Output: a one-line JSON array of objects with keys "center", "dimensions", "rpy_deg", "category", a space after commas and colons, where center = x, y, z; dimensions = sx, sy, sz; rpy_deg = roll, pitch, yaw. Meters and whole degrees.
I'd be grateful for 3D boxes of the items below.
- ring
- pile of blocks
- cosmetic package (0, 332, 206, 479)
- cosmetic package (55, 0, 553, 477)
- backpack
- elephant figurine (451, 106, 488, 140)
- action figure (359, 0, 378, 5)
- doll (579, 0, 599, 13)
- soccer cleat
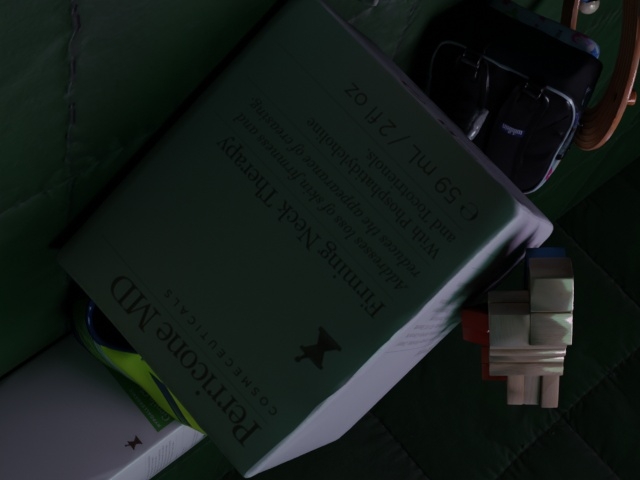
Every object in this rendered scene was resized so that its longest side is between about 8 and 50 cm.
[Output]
[{"center": [0.395, -0.293, 1.574], "dimensions": [0.032, 0.336, 0.336], "rpy_deg": [3, 156, -4], "category": "ring"}, {"center": [0.216, 0.082, 1.269], "dimensions": [0.112, 0.149, 0.362], "rpy_deg": [-1, 158, 8], "category": "pile of blocks"}, {"center": [-0.326, 0.257, 1.439], "dimensions": [0.365, 0.197, 0.155], "rpy_deg": [-36, 164, -26], "category": "cosmetic package"}, {"center": [0.000, 0.000, 1.272], "dimensions": [0.394, 0.329, 0.327], "rpy_deg": [-46, 166, 10], "category": "cosmetic package"}, {"center": [0.260, -0.195, 1.575], "dimensions": [0.191, 0.225, 0.253], "rpy_deg": [-52, 163, -36], "category": "backpack"}, {"center": [0.089, -0.109, 1.555], "dimensions": [0.186, 0.169, 0.239], "rpy_deg": [1, -172, -21], "category": "elephant figurine"}, {"center": [0.041, -0.326, 0.915], "dimensions": [0.341, 0.178, 0.330], "rpy_deg": [-13, 161, 8], "category": "action figure"}, {"center": [0.464, -0.430, 1.804], "dimensions": [0.129, 0.046, 0.189], "rpy_deg": [-33, 162, -29], "category": "doll"}, {"center": [-0.174, 0.151, 1.357], "dimensions": [0.093, 0.289, 0.121], "rpy_deg": [-60, -173, -26], "category": "soccer cleat"}]
